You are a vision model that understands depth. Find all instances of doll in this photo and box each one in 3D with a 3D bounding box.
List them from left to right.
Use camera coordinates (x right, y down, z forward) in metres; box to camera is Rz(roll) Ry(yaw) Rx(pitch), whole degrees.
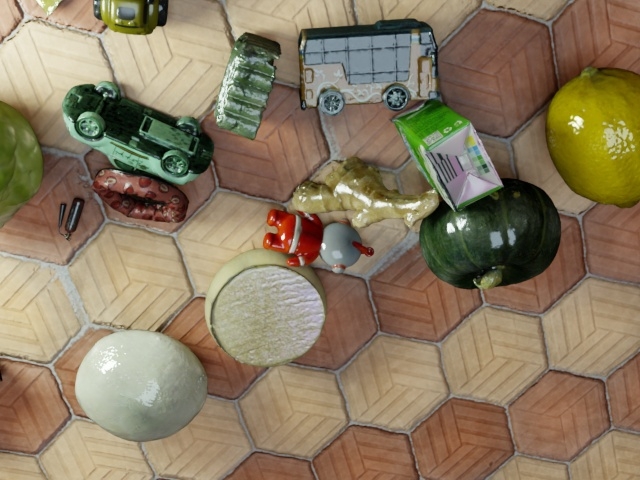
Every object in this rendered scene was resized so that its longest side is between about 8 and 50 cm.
[{"bbox_3d":[0.000,0.000,1.842,0.244,0.076,0.143,13,71,-16],"label":"doll"}]

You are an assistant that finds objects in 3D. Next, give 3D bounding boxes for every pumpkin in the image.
[{"bbox_3d":[0.352,-0.004,1.772,0.300,0.300,0.208,-3,68,-1],"label":"pumpkin"}]

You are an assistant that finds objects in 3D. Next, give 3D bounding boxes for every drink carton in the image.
[{"bbox_3d":[0.243,-0.177,1.694,0.108,0.271,0.161,-30,111,2],"label":"drink carton"}]

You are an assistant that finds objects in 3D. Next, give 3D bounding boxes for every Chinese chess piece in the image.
[{"bbox_3d":[-0.119,0.150,1.887,0.269,0.112,0.270,-2,113,-5],"label":"Chinese chess piece"}]

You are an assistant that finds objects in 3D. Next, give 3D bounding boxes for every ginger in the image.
[{"bbox_3d":[0.095,-0.093,1.763,0.148,0.333,0.081,-58,144,-21],"label":"ginger"}]

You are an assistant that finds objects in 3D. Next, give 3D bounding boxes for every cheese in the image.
[{"bbox_3d":[-0.530,-0.477,1.624,0.060,0.041,0.084,-42,126,20],"label":"cheese"}]

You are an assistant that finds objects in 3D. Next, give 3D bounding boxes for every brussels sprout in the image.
[{"bbox_3d":[-0.673,-0.149,1.640,0.273,0.243,0.317,-15,117,8],"label":"brussels sprout"}]

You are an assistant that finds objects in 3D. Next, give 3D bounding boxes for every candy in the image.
[{"bbox_3d":[-0.396,0.327,1.900,0.295,0.185,0.296,-2,119,-4],"label":"candy"}]

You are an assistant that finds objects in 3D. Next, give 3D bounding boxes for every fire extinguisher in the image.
[{"bbox_3d":[-0.534,-0.045,1.810,0.046,0.032,0.100,17,105,-23],"label":"fire extinguisher"}]

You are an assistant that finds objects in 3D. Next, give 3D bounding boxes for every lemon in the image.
[{"bbox_3d":[0.585,-0.204,1.729,0.245,0.245,0.320,-25,114,6],"label":"lemon"}]

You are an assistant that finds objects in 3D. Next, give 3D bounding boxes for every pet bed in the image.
[{"bbox_3d":[-0.360,-0.089,1.733,0.201,0.201,0.054,15,73,-11],"label":"pet bed"}]

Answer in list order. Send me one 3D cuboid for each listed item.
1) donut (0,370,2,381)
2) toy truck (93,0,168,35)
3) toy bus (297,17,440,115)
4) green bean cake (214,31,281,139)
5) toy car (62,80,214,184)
[{"bbox_3d":[-0.825,0.325,1.907,0.216,0.096,0.230,14,111,-8],"label":"donut"},{"bbox_3d":[-0.348,-0.484,1.569,0.147,0.165,0.225,6,113,-8],"label":"toy truck"},{"bbox_3d":[0.093,-0.344,1.685,0.275,0.138,0.167,-3,111,-1],"label":"toy bus"},{"bbox_3d":[-0.144,-0.303,1.659,0.094,0.173,0.182,16,112,-10],"label":"green bean cake"},{"bbox_3d":[-0.368,-0.200,1.710,0.305,0.136,0.125,21,131,-12],"label":"toy car"}]
